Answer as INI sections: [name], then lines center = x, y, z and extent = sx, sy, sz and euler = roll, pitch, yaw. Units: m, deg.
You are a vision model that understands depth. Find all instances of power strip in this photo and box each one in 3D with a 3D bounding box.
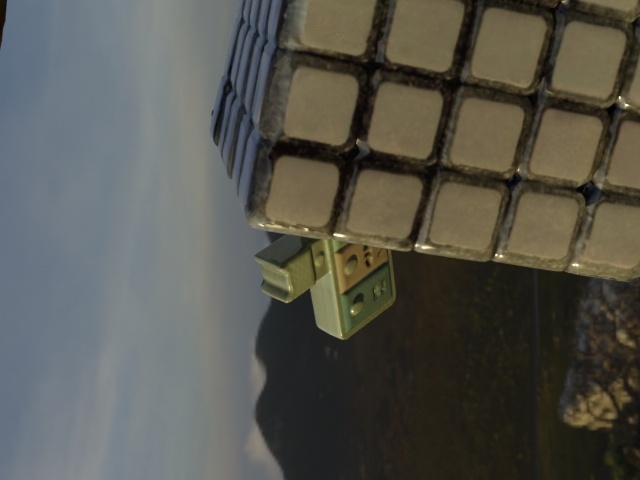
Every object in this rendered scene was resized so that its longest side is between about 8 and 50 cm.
[power strip]
center = 0.000, 0.000, 0.809
extent = 0.061, 0.145, 0.215
euler = 20, 131, 40

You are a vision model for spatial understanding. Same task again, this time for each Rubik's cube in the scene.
[Rubik's cube]
center = 0.074, -0.127, 0.526
extent = 0.237, 0.237, 0.238
euler = -124, 46, -69

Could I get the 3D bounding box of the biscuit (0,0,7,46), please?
[biscuit]
center = -0.326, -0.123, 0.493
extent = 0.070, 0.351, 0.394
euler = 20, -111, -63
